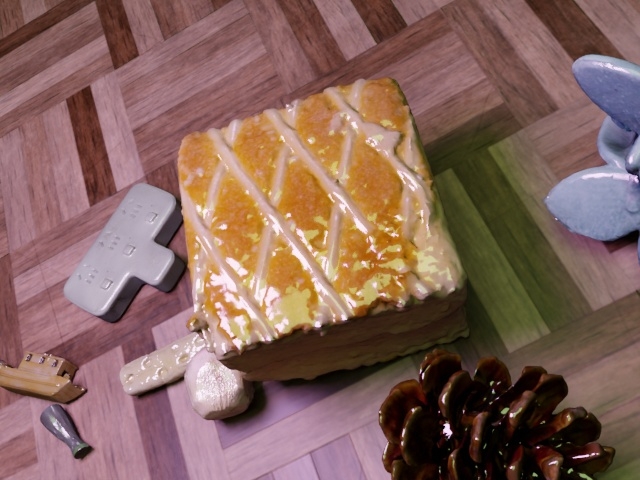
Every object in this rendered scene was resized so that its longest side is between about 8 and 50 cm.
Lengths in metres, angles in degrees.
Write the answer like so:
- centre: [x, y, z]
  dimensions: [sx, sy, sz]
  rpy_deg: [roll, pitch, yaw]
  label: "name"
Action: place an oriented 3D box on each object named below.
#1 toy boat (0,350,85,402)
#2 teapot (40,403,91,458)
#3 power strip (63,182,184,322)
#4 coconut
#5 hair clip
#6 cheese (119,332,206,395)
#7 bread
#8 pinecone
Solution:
- centre: [-0.512, 0.241, 1.329]
  dimensions: [0.200, 0.057, 0.077]
  rpy_deg: [4, 61, 25]
  label: "toy boat"
- centre: [-0.436, 0.330, 1.260]
  dimensions: [0.110, 0.043, 0.043]
  rpy_deg: [36, 82, 31]
  label: "teapot"
- centre: [-0.341, 0.030, 1.364]
  dimensions: [0.193, 0.059, 0.265]
  rpy_deg: [22, 74, 31]
  label: "power strip"
- centre: [-0.159, 0.216, 1.164]
  dimensions: [0.110, 0.110, 0.124]
  rpy_deg: [-21, 64, 11]
  label: "coconut"
- centre: [0.502, -0.121, 0.967]
  dimensions: [0.318, 0.392, 0.238]
  rpy_deg: [31, 54, 34]
  label: "hair clip"
- centre: [-0.250, 0.205, 1.244]
  dimensions: [0.194, 0.043, 0.065]
  rpy_deg: [-24, 56, 9]
  label: "cheese"
- centre: [0.000, 0.000, 1.099]
  dimensions: [0.371, 0.279, 0.390]
  rpy_deg: [-18, 58, 7]
  label: "bread"
- centre: [0.204, 0.248, 0.894]
  dimensions: [0.309, 0.244, 0.244]
  rpy_deg: [-22, 48, 58]
  label: "pinecone"
